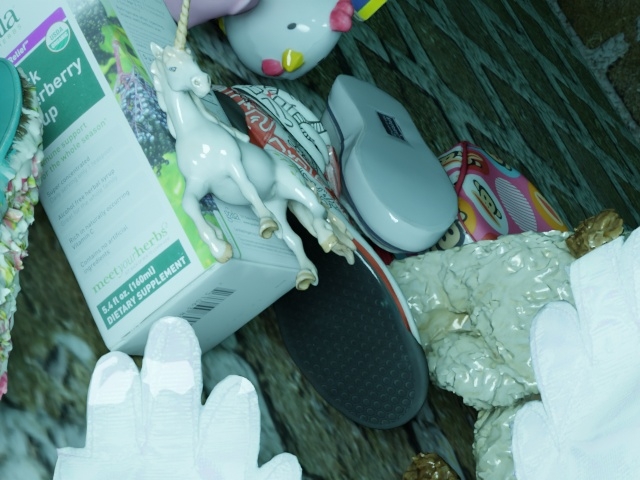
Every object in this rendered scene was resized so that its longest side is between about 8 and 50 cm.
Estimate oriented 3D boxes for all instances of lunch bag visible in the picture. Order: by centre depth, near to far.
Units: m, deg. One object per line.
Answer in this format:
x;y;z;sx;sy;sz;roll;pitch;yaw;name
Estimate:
0.175;0.068;1.190;0.293;0.120;0.258;50;21;-10;lunch bag

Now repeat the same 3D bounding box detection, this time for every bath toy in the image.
-0.099;-0.238;1.082;0.129;0.151;0.348;11;-20;46;bath toy

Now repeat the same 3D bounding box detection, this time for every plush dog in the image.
0.171;0.109;0.950;0.263;0.210;0.225;0;77;-16;plush dog

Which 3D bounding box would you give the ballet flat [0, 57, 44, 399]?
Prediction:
-0.170;0.005;0.621;0.241;0.091;0.077;-90;169;-53;ballet flat

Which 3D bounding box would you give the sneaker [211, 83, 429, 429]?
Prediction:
0.000;-0.001;0.963;0.270;0.090;0.145;51;22;4;sneaker

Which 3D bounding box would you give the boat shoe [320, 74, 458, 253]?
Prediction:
0.036;-0.048;1.109;0.096;0.088;0.267;20;24;-23;boat shoe

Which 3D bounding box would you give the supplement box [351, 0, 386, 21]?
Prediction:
0.011;-0.374;1.332;0.194;0.195;0.356;45;6;-22;supplement box

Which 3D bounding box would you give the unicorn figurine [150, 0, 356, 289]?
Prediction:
-0.043;-0.038;0.716;0.111;0.060;0.162;65;8;30;unicorn figurine

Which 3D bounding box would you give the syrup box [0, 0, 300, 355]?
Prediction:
-0.112;-0.055;0.800;0.096;0.093;0.236;13;44;-60;syrup box

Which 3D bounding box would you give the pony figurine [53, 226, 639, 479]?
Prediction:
0.051;0.196;0.550;0.351;0.303;0.363;-88;153;-48;pony figurine
